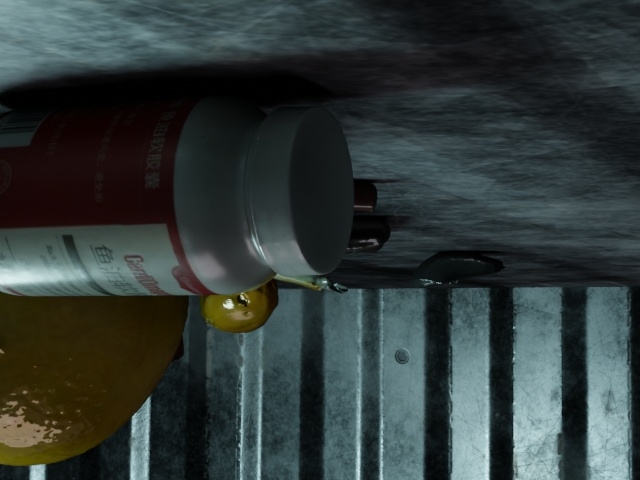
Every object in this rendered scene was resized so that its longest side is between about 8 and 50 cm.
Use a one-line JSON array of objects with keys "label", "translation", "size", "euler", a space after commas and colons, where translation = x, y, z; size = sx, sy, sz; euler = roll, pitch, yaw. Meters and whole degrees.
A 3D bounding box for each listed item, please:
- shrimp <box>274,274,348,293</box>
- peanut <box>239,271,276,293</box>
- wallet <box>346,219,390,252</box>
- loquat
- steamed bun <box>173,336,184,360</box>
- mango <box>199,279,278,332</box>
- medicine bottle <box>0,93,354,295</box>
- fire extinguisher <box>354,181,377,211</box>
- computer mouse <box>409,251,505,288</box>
[{"label": "shrimp", "translation": [-0.107, 0.038, 1.804], "size": [0.185, 0.068, 0.287], "euler": [22, 180, 34]}, {"label": "peanut", "translation": [-0.114, 0.008, 1.384], "size": [0.159, 0.109, 0.140], "euler": [-1, 175, 4]}, {"label": "wallet", "translation": [0.000, 0.000, 1.659], "size": [0.182, 0.049, 0.229], "euler": [-1, 177, 1]}, {"label": "loquat", "translation": [-0.250, 0.052, 1.027], "size": [0.275, 0.274, 0.275], "euler": [1, 175, 0]}, {"label": "steamed bun", "translation": [-0.436, 0.157, 2.472], "size": [0.248, 0.235, 0.379], "euler": [-6, 175, 9]}, {"label": "mango", "translation": [-0.168, 0.110, 2.390], "size": [0.156, 0.151, 0.249], "euler": [-35, -170, -27]}, {"label": "medicine bottle", "translation": [-0.112, -0.028, 0.813], "size": [0.250, 0.131, 0.131], "euler": [-1, 175, 23]}, {"label": "fire extinguisher", "translation": [-0.032, -0.047, 1.213], "size": [0.173, 0.035, 0.049], "euler": [2, -147, -15]}, {"label": "computer mouse", "translation": [0.236, 0.045, 2.150], "size": [0.172, 0.057, 0.099], "euler": [-10, 175, -8]}]
